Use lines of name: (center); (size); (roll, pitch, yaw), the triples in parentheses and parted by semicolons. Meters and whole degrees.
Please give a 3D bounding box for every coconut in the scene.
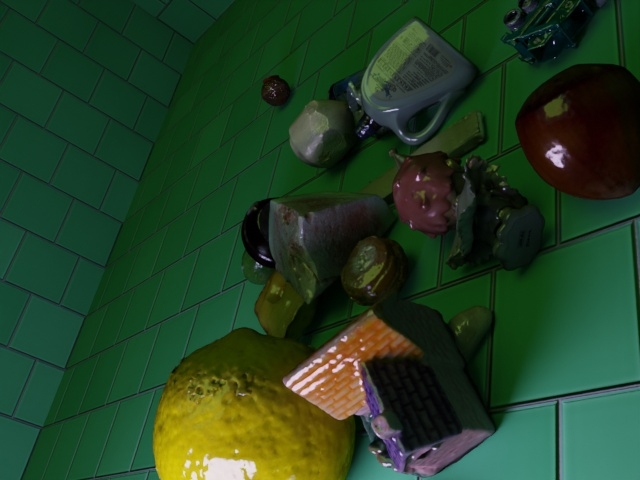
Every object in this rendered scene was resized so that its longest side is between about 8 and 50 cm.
coconut: (0.015, -0.279, 1.763); (0.183, 0.170, 0.171); (-43, 32, 32)

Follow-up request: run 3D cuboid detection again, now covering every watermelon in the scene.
watermelon: (0.000, 0.000, 1.479); (0.310, 0.193, 0.232); (1, 22, 26)

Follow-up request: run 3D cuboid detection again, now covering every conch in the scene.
conch: (0.133, -0.318, 1.666); (0.153, 0.102, 0.135); (64, 158, 23)

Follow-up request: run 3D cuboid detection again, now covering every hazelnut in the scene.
hazelnut: (0.396, -0.151, 1.016); (0.208, 0.208, 0.208); (-39, 34, 33)

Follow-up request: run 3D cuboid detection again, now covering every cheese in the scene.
cheese: (0.190, -0.145, 1.482); (0.400, 0.034, 0.085); (-34, 37, 39)

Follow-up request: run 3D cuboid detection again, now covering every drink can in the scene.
drink can: (0.122, -0.395, 1.770); (0.235, 0.097, 0.097); (-12, 53, 55)

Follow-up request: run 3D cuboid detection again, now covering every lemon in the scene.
lemon: (-0.112, 0.342, 1.191); (0.349, 0.349, 0.388); (-4, 89, 57)

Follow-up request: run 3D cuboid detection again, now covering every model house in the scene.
model house: (0.089, 0.221, 1.006); (0.202, 0.237, 0.237); (-36, 57, 24)

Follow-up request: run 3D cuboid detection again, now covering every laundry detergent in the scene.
laundry detergent: (0.188, -0.324, 1.516); (0.280, 0.215, 0.105); (-50, -13, 17)

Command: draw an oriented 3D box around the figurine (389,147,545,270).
figurine: (0.233, -0.072, 1.228); (0.387, 0.166, 0.207); (-139, 44, -55)

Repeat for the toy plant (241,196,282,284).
toy plant: (-0.117, -0.005, 1.725); (0.218, 0.175, 0.235); (-62, 0, -20)

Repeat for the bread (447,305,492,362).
bread: (0.200, 0.192, 1.121); (0.214, 0.053, 0.073); (-58, 24, 4)

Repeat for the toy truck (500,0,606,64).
toy truck: (0.447, -0.425, 1.269); (0.216, 0.110, 0.116); (-51, 42, 14)

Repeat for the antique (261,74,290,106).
antique: (-0.150, -0.498, 2.306); (0.104, 0.104, 0.104); (-39, 34, 33)

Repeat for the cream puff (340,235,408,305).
cream puff: (0.111, 0.063, 1.336); (0.126, 0.103, 0.144); (5, 67, 45)

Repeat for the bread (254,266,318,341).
bread: (-0.075, 0.146, 1.569); (0.161, 0.088, 0.233); (-53, 31, 5)
